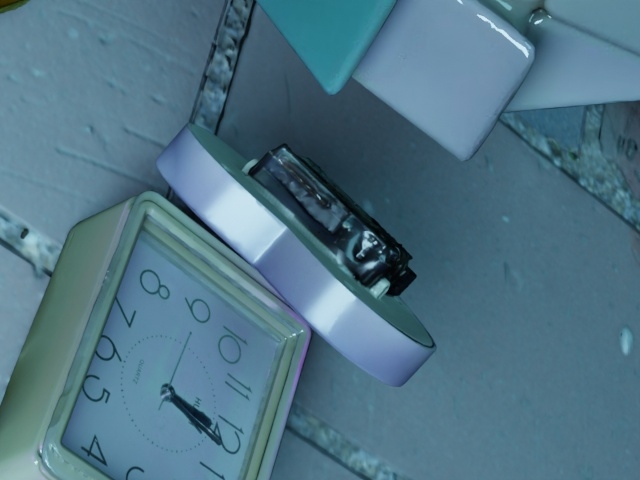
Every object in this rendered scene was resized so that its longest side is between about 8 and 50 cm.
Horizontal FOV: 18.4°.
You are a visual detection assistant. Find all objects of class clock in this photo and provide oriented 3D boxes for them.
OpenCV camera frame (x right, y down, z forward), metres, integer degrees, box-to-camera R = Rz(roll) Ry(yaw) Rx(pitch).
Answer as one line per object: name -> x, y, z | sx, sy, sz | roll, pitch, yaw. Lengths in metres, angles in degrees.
clock -> -0.091, 0.088, 1.090 | 0.147, 0.071, 0.192 | 39, 48, -26
clock -> 0.000, 0.000, 1.169 | 0.198, 0.064, 0.172 | 45, 8, 15

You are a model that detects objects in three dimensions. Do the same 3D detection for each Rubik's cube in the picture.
Rubik's cube -> 0.106, -0.256, 1.223 | 0.368, 0.358, 0.387 | 20, 32, -17

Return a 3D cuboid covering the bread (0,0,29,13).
bread -> -0.206, -0.163, 1.110 | 0.226, 0.049, 0.088 | -30, 94, -49
